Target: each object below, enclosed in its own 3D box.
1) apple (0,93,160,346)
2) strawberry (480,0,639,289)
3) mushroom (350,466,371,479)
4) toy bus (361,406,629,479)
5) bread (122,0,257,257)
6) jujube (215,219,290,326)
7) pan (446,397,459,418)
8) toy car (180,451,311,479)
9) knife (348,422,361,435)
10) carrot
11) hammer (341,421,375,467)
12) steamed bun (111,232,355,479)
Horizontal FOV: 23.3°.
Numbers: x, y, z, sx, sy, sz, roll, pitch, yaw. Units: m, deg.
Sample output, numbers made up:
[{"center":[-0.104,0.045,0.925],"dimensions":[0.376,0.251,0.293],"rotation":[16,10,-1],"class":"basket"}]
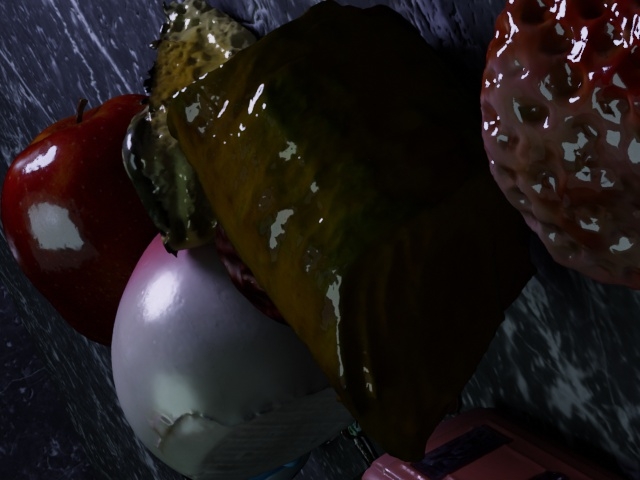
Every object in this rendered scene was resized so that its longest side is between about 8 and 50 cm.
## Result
[{"center":[-0.248,-0.030,1.925],"dimensions":[0.317,0.288,0.288],"rotation":[61,161,-21],"class":"apple"},{"center":[0.213,-0.081,0.936],"dimensions":[0.265,0.149,0.336],"rotation":[61,159,0],"class":"strawberry"},{"center":[0.070,0.360,1.829],"dimensions":[0.164,0.189,0.267],"rotation":[55,159,2],"class":"mushroom"},{"center":[0.219,0.317,1.411],"dimensions":[0.427,0.203,0.233],"rotation":[24,136,61],"class":"toy bus"},{"center":[-0.112,-0.113,1.648],"dimensions":[0.204,0.163,0.262],"rotation":[83,-169,-51],"class":"bread"},{"center":[0.000,0.000,1.505],"dimensions":[0.243,0.183,0.183],"rotation":[-4,116,51],"class":"jujube"},{"center":[0.133,0.180,1.671],"dimensions":[0.115,0.023,0.068],"rotation":[61,159,-5],"class":"pan"},{"center":[-0.097,0.239,2.067],"dimensions":[0.190,0.188,0.255],"rotation":[19,134,52],"class":"toy car"},{"center":[0.006,0.179,1.969],"dimensions":[0.166,0.023,0.078],"rotation":[40,135,44],"class":"knife"},{"center":[0.050,-0.024,1.261],"dimensions":[0.340,0.241,0.241],"rotation":[54,159,23],"class":"carrot"},{"center":[0.079,0.306,1.981],"dimensions":[0.178,0.021,0.065],"rotation":[60,159,-3],"class":"hammer"},{"center":[-0.101,0.099,1.736],"dimensions":[0.309,0.309,0.309],"rotation":[48,157,28],"class":"steamed bun"}]
